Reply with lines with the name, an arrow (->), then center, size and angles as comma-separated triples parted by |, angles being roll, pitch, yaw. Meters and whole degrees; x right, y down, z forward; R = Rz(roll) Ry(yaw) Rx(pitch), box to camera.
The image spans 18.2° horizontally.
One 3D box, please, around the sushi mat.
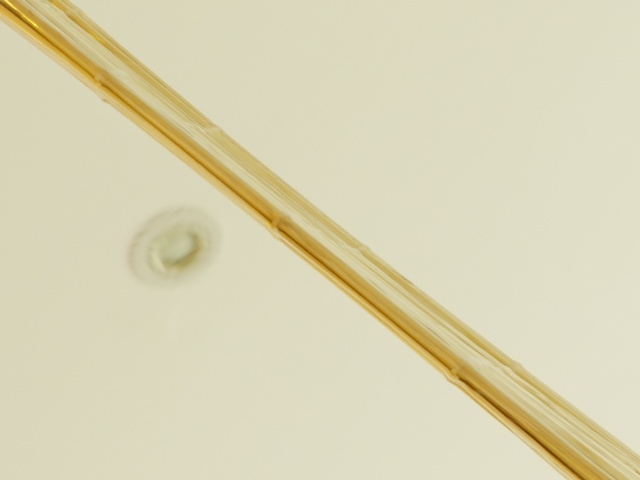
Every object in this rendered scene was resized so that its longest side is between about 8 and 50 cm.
sushi mat -> 0.000, 0.000, 0.628 | 0.019, 0.316, 0.151 | -52, -9, 4
